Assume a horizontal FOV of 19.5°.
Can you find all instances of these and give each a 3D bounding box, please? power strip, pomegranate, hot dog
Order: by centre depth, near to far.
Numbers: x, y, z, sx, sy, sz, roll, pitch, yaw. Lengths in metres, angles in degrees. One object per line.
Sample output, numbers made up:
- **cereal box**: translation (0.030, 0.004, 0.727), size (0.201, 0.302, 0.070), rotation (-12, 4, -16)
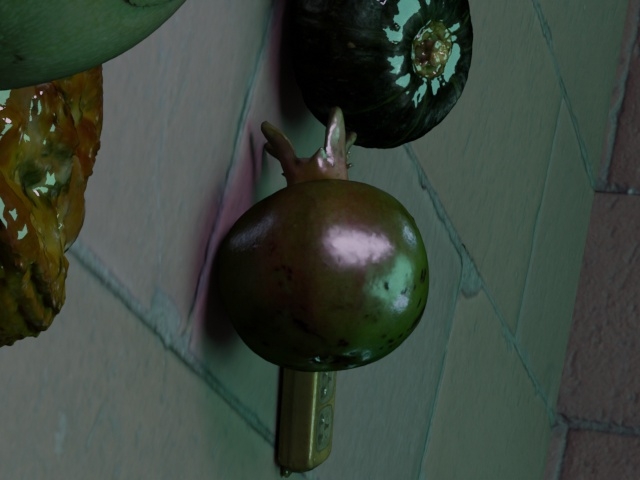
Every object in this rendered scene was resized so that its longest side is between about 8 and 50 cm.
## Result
- **hot dog**: translation (-0.191, -0.048, 1.024), size (0.272, 0.122, 0.196), rotation (63, 31, -57)
- **pomegranate**: translation (0.000, 0.000, 1.562), size (0.181, 0.181, 0.224), rotation (52, 26, -65)
- **power strip**: translation (-0.006, 0.077, 1.744), size (0.064, 0.044, 0.305), rotation (-20, 115, -69)

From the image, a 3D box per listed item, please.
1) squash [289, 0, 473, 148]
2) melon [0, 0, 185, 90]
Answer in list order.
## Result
- **squash**: translation (0.053, -0.180, 1.659), size (0.193, 0.156, 0.193), rotation (-50, 154, -36)
- **melon**: translation (-0.157, -0.214, 0.821), size (0.268, 0.268, 0.330), rotation (51, 33, -65)
